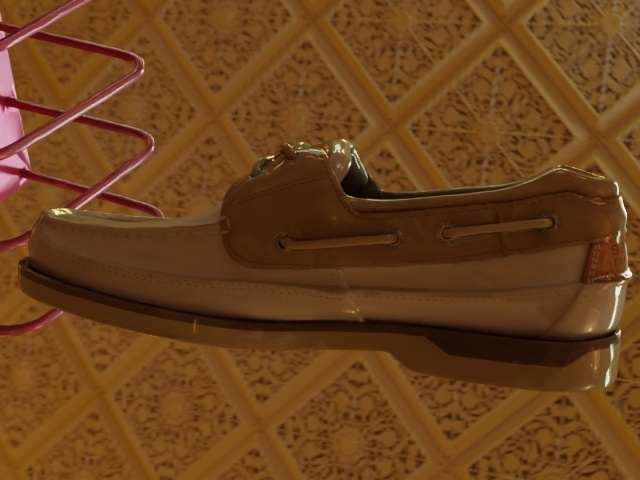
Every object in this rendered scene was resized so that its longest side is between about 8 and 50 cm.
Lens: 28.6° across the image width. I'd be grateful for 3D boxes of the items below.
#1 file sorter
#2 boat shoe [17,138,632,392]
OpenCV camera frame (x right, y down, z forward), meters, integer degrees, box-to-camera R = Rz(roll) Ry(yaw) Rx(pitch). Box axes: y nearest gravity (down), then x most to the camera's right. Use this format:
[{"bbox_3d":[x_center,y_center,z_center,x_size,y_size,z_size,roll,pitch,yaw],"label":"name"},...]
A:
[{"bbox_3d":[-0.236,-0.110,0.884,0.182,0.202,0.291,14,-54,25],"label":"file sorter"},{"bbox_3d":[0.000,0.000,0.625,0.302,0.113,0.103,6,-81,6],"label":"boat shoe"}]
